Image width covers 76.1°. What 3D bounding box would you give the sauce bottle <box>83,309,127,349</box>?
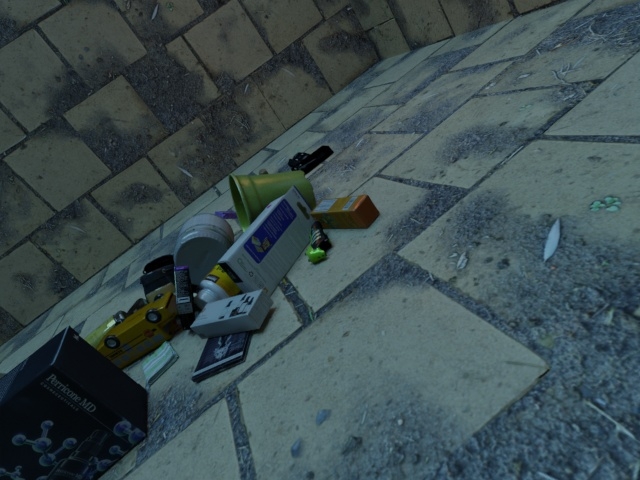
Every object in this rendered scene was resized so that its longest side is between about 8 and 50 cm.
[{"bbox_3d":[-0.875,0.418,1.570,0.344,0.111,0.111,-40,24,-14],"label":"sauce bottle"}]

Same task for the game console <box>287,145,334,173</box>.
[{"bbox_3d":[-0.078,-0.430,2.165,0.213,0.044,0.361,-38,24,-8],"label":"game console"}]

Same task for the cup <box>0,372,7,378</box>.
[{"bbox_3d":[-1.090,0.588,1.354,0.331,0.331,0.237,-21,54,31],"label":"cup"}]

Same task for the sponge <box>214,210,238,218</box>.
[{"bbox_3d":[-0.343,-0.110,1.778,0.210,0.031,0.117,-2,6,-32],"label":"sponge"}]

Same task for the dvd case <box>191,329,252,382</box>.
[{"bbox_3d":[-0.254,0.274,1.123,0.164,0.018,0.221,-27,24,17],"label":"dvd case"}]

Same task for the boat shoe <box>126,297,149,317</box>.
[{"bbox_3d":[-0.670,0.289,1.558,0.095,0.095,0.257,-53,24,-17],"label":"boat shoe"}]

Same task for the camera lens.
[{"bbox_3d":[-0.445,0.028,1.583,0.219,0.219,0.274,-35,24,2],"label":"camera lens"}]

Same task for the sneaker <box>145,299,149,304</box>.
[{"bbox_3d":[-0.710,0.271,1.691,0.170,0.051,0.089,-35,20,-25],"label":"sneaker"}]

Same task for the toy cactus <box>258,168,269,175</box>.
[{"bbox_3d":[-0.225,-0.244,1.864,0.112,0.180,0.219,10,53,32],"label":"toy cactus"}]

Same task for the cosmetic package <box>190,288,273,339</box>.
[{"bbox_3d":[-0.251,0.208,1.145,0.239,0.060,0.099,-18,27,33],"label":"cosmetic package"}]

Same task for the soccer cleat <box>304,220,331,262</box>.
[{"bbox_3d":[0.000,0.000,1.252,0.072,0.060,0.179,-16,36,19],"label":"soccer cleat"}]

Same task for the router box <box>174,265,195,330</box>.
[{"bbox_3d":[-0.424,0.184,1.285,0.046,0.179,0.133,-6,54,-16],"label":"router box"}]

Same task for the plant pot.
[{"bbox_3d":[-0.162,-0.133,1.454,0.254,0.276,0.276,-18,19,-16],"label":"plant pot"}]

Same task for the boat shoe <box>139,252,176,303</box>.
[{"bbox_3d":[-0.611,0.128,1.653,0.187,0.156,0.500,-28,14,-4],"label":"boat shoe"}]

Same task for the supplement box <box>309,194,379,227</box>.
[{"bbox_3d":[0.070,-0.086,1.284,0.080,0.078,0.233,-50,26,-22],"label":"supplement box"}]

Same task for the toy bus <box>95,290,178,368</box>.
[{"bbox_3d":[-0.615,0.313,1.393,0.333,0.130,0.108,-32,23,9],"label":"toy bus"}]

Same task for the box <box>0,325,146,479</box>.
[{"bbox_3d":[-0.681,0.469,0.992,0.395,0.293,0.212,-41,24,-10],"label":"box"}]

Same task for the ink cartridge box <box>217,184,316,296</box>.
[{"bbox_3d":[-0.143,0.004,1.277,0.069,0.176,0.371,-10,34,46],"label":"ink cartridge box"}]

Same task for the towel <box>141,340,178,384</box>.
[{"bbox_3d":[-0.503,0.373,1.266,0.113,0.023,0.152,-44,25,-19],"label":"towel"}]

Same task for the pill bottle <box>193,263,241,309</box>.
[{"bbox_3d":[-0.311,0.134,1.332,0.117,0.117,0.215,-11,34,44],"label":"pill bottle"}]

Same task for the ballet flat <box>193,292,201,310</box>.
[{"bbox_3d":[-0.451,0.211,1.446,0.188,0.070,0.070,-12,33,43],"label":"ballet flat"}]
